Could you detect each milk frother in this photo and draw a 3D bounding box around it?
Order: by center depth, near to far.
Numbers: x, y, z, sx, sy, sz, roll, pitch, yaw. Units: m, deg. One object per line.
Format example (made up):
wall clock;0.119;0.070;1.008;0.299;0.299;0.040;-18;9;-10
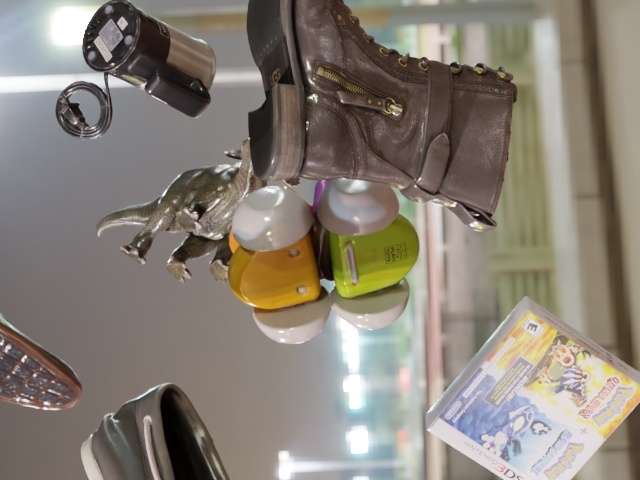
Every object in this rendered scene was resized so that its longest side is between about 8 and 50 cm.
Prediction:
milk frother;-0.206;-0.172;2.011;0.135;0.143;0.129;24;-138;-50

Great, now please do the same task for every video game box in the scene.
video game box;0.261;0.197;2.203;0.205;0.187;0.048;-53;15;20

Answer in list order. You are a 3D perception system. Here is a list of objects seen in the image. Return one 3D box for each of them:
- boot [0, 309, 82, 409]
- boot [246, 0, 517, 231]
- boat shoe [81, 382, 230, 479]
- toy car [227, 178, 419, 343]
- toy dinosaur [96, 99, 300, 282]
boot;-0.305;0.067;1.652;0.082;0.219;0.106;-46;22;33
boot;0.058;-0.145;1.542;0.091;0.229;0.263;160;114;-68
boat shoe;-0.088;0.261;1.483;0.112;0.095;0.335;19;-148;-55
toy car;0.000;0.000;1.722;0.136;0.182;0.159;-99;-1;-55
toy dinosaur;-0.128;-0.035;2.051;0.121;0.313;0.160;48;-130;-14
